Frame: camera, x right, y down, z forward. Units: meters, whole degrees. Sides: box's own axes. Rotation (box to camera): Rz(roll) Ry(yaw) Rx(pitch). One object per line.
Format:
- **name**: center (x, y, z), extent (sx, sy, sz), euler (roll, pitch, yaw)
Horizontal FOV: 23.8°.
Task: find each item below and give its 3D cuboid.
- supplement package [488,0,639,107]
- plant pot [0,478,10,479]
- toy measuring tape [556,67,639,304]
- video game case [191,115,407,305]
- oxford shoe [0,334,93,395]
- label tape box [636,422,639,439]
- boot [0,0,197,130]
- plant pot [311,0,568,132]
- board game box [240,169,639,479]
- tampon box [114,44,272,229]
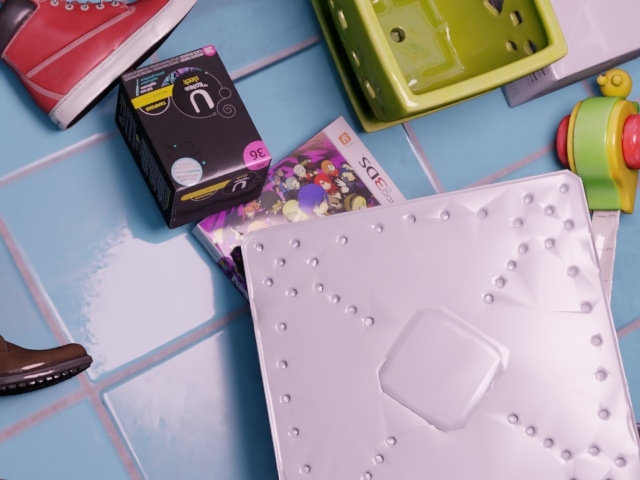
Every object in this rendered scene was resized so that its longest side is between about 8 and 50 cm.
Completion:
- **supplement package**: center (0.298, -0.333, 1.908), extent (0.204, 0.145, 0.262), euler (-22, 87, -19)
- **plant pot**: center (-0.386, 0.352, 1.522), extent (0.203, 0.291, 0.291), euler (1, 79, -34)
- **toy measuring tape**: center (0.343, -0.064, 1.883), extent (0.121, 0.121, 0.330), euler (14, 76, -14)
- **video game case**: center (0.000, 0.000, 1.811), extent (0.232, 0.042, 0.210), euler (-38, 90, -19)
- **oxford shoe**: center (-0.362, 0.124, 1.660), extent (0.227, 0.083, 0.096), euler (-4, 77, -18)
- **label tape box**: center (0.273, 0.327, 1.748), extent (0.334, 0.106, 0.240), euler (5, 85, -29)
- **boot**: center (-0.267, -0.270, 1.762), extent (0.244, 0.088, 0.176), euler (-43, 92, -16)
- **plant pot**: center (0.122, -0.260, 1.810), extent (0.227, 0.207, 0.228), euler (-21, 87, -19)
- **board game box**: center (0.133, 0.146, 1.688), extent (0.390, 0.050, 0.390), euler (-11, 76, 3)
- **tampon box**: center (-0.147, -0.118, 1.737), extent (0.120, 0.101, 0.161), euler (-22, 70, -19)
